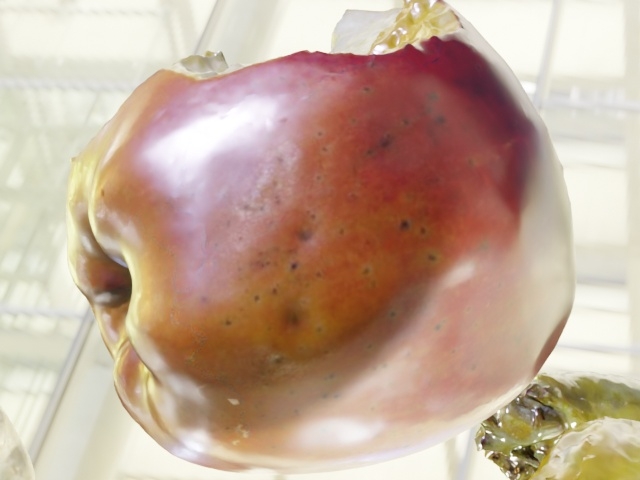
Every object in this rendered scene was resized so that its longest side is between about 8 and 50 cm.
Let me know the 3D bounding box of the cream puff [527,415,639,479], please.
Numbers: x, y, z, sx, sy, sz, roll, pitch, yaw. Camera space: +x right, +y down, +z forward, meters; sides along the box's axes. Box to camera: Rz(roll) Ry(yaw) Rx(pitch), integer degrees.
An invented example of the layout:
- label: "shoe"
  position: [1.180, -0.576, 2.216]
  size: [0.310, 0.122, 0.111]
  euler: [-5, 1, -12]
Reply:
- label: "cream puff"
  position: [0.068, 0.168, 0.416]
  size: [0.244, 0.196, 0.244]
  euler: [7, -57, 10]

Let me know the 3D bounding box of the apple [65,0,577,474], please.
- label: "apple"
  position: [0.001, 0.007, 0.636]
  size: [0.147, 0.158, 0.156]
  euler: [53, -24, 12]

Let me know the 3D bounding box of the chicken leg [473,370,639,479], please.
- label: "chicken leg"
  position: [0.168, 0.090, 0.838]
  size: [0.228, 0.103, 0.088]
  euler: [13, -50, -9]

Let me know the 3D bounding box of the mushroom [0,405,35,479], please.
- label: "mushroom"
  position: [-0.208, 0.134, 0.905]
  size: [0.127, 0.166, 0.166]
  euler: [11, -38, 46]
